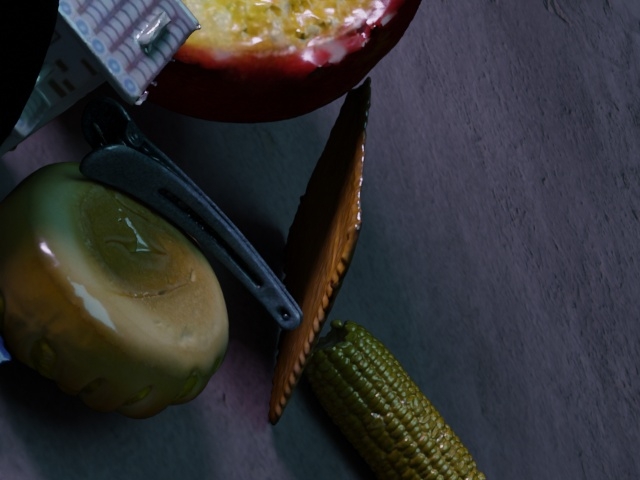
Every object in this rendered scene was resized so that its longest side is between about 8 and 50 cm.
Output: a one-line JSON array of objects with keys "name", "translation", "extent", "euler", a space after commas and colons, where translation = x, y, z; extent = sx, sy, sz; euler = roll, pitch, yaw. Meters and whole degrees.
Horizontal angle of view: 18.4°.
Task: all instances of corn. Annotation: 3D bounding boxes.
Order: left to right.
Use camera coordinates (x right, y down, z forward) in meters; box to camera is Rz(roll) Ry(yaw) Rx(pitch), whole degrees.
[{"name": "corn", "translation": [0.069, 0.168, 1.664], "extent": [0.238, 0.080, 0.080], "euler": [52, 31, -14]}]

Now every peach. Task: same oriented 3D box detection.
[{"name": "peach", "translation": [-0.093, -0.287, 1.553], "extent": [0.406, 0.335, 0.310], "euler": [45, -2, -2]}]

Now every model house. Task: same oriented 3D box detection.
[{"name": "model house", "translation": [-0.231, -0.165, 1.318], "extent": [0.224, 0.215, 0.198], "euler": [49, 23, -18]}]

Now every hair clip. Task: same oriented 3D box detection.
[{"name": "hair clip", "translation": [-0.087, -0.014, 1.426], "extent": [0.229, 0.039, 0.070], "euler": [41, 24, -31]}]

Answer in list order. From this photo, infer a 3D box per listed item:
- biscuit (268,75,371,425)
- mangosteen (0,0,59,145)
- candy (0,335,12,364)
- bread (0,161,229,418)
[{"name": "biscuit", "translation": [0.000, 0.000, 1.575], "extent": [0.013, 0.237, 0.232], "euler": [15, 45, -9]}, {"name": "mangosteen", "translation": [-0.344, -0.145, 1.002], "extent": [0.382, 0.435, 0.382], "euler": [55, 7, -10]}, {"name": "candy", "translation": [-0.323, 0.049, 1.165], "extent": [0.187, 0.077, 0.331], "euler": [54, 26, 0]}, {"name": "bread", "translation": [-0.155, 0.039, 1.397], "extent": [0.213, 0.105, 0.213], "euler": [42, 23, -22]}]
